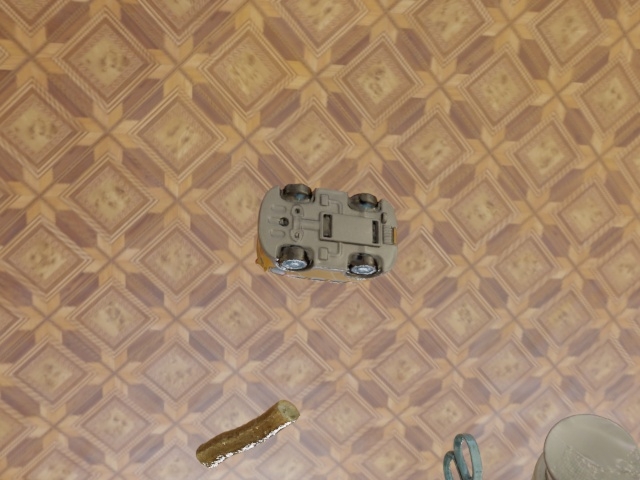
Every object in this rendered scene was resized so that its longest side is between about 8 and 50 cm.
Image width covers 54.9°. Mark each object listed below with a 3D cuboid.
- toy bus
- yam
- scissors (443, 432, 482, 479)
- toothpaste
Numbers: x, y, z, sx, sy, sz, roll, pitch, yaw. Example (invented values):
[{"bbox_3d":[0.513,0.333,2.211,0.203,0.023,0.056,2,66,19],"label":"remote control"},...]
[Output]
[{"bbox_3d":[0.000,0.000,0.937,0.210,0.136,0.126,7,67,-15],"label":"toy bus"},{"bbox_3d":[-0.170,0.447,1.415,0.300,0.066,0.066,-34,112,26],"label":"yam"},{"bbox_3d":[0.254,0.442,0.985,0.030,0.256,0.125,2,131,-14],"label":"scissors"},{"bbox_3d":[0.223,0.244,0.541,0.073,0.114,0.299,-42,143,-19],"label":"toothpaste"}]
